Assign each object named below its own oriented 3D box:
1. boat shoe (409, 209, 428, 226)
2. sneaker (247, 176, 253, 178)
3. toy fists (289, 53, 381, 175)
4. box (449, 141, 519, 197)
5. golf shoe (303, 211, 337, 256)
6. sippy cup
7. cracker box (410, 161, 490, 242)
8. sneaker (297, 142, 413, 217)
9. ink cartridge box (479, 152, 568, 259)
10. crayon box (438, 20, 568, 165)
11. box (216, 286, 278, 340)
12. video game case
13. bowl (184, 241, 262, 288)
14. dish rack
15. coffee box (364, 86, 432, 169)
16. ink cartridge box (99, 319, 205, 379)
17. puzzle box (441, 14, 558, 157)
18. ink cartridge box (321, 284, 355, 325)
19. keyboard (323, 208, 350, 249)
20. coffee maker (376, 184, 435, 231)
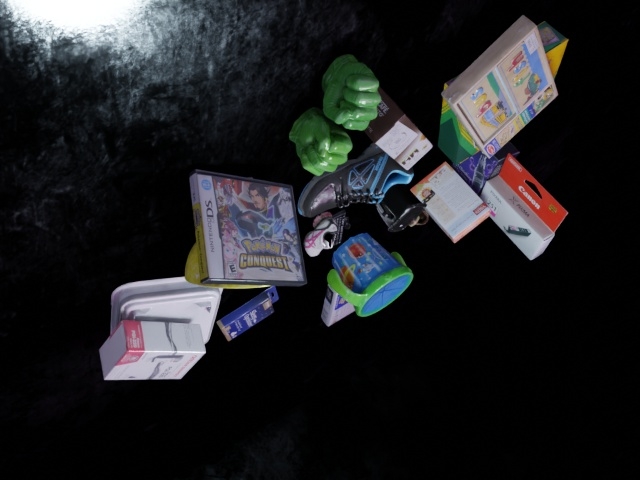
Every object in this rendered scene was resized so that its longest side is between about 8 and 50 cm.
[{"bbox_3d":[0.302,-0.098,2.208,0.095,0.095,0.257,-49,155,24],"label":"boat shoe"},{"bbox_3d":[-0.190,-0.091,1.551,0.118,0.067,0.042,-44,156,14],"label":"sneaker"},{"bbox_3d":[0.032,-0.270,1.441,0.096,0.142,0.279,-9,143,-48],"label":"toy fists"},{"bbox_3d":[0.543,-0.266,2.173,0.108,0.153,0.207,-23,152,-29],"label":"box"},{"bbox_3d":[0.000,0.000,1.965,0.067,0.086,0.186,-12,148,-26],"label":"golf shoe"},{"bbox_3d":[0.162,0.105,2.222,0.240,0.224,0.305,-39,157,6],"label":"sippy cup"},{"bbox_3d":[0.436,-0.128,2.169,0.155,0.232,0.067,-38,157,2],"label":"cracker box"},{"bbox_3d":[0.096,-0.152,1.758,0.341,0.140,0.125,-32,158,-9],"label":"sneaker"},{"bbox_3d":[0.637,-0.105,2.060,0.060,0.275,0.239,-29,154,-17],"label":"ink cartridge box"},{"bbox_3d":[0.528,-0.426,1.908,0.363,0.106,0.313,-33,157,-10],"label":"crayon box"},{"bbox_3d":[-0.232,0.244,2.158,0.225,0.036,0.136,-34,157,-12],"label":"box"},{"bbox_3d":[-0.158,-0.023,1.446,0.274,0.248,0.035,5,158,-42],"label":"video game case"},{"bbox_3d":[-0.191,0.013,1.592,0.289,0.289,0.156,-9,101,-48],"label":"bowl"},{"bbox_3d":[-0.406,0.218,1.715,0.285,0.072,0.333,-6,146,-23],"label":"dish rack"},{"bbox_3d":[0.175,-0.286,1.619,0.098,0.141,0.246,-43,157,13],"label":"coffee box"},{"bbox_3d":[-0.428,0.283,1.648,0.218,0.092,0.158,7,140,-39],"label":"ink cartridge box"},{"bbox_3d":[0.495,-0.394,1.740,0.272,0.052,0.409,-43,152,12],"label":"puzzle box"},{"bbox_3d":[0.153,0.189,2.572,0.307,0.072,0.304,-31,155,-22],"label":"ink cartridge box"},{"bbox_3d":[0.054,-0.036,2.062,0.108,0.023,0.180,-29,156,-19],"label":"keyboard"},{"bbox_3d":[0.223,-0.142,1.907,0.171,0.178,0.120,-37,159,5],"label":"coffee maker"}]
